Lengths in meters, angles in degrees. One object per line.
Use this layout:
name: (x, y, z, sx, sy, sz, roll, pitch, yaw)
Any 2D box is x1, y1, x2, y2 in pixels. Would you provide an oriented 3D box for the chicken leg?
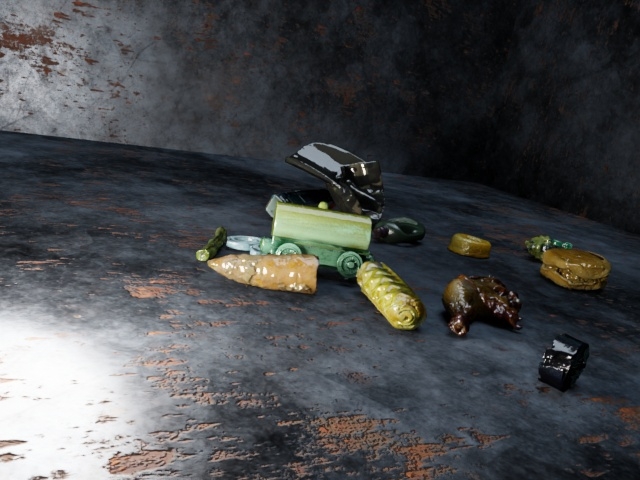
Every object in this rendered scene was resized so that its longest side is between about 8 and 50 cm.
chicken leg: (0.382, 0.159, 1.435, 0.322, 0.083, 0.177, 3, 30, -35)

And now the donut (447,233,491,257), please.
donut: (0.530, 0.018, 2.123, 0.151, 0.058, 0.152, 12, 14, -3)

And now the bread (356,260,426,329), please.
bread: (0.161, 0.125, 1.376, 0.087, 0.098, 0.269, -31, 21, -4)

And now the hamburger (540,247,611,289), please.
hamburger: (0.827, 0.094, 1.946, 0.213, 0.108, 0.214, 5, 16, -1)

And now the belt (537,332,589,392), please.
belt: (0.461, 0.231, 1.131, 0.058, 0.105, 0.140, 25, 14, 35)

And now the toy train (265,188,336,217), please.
toy train: (-0.057, -0.134, 2.233, 0.086, 0.089, 0.409, 43, 24, 16)

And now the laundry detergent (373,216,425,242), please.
laundry detergent: (0.266, -0.033, 2.090, 0.144, 0.078, 0.221, 24, 19, 32)

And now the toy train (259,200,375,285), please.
toy train: (0.001, -0.001, 1.540, 0.307, 0.190, 0.126, 9, 12, -8)

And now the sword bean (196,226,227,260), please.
sword bean: (-0.287, 0.008, 1.625, 0.043, 0.038, 0.269, 34, 12, -7)

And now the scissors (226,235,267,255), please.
scissors: (-0.111, 0.007, 1.762, 0.191, 0.030, 0.360, 18, 16, 33)

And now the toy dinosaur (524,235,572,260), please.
toy dinosaur: (0.837, 0.027, 2.257, 0.153, 0.094, 0.259, 15, 6, 5)

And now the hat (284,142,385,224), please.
hat: (0.054, -0.211, 2.292, 0.381, 0.258, 0.366, 11, 26, 24)

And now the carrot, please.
carrot: (-0.131, 0.066, 1.390, 0.262, 0.102, 0.102, 6, 14, -2)
